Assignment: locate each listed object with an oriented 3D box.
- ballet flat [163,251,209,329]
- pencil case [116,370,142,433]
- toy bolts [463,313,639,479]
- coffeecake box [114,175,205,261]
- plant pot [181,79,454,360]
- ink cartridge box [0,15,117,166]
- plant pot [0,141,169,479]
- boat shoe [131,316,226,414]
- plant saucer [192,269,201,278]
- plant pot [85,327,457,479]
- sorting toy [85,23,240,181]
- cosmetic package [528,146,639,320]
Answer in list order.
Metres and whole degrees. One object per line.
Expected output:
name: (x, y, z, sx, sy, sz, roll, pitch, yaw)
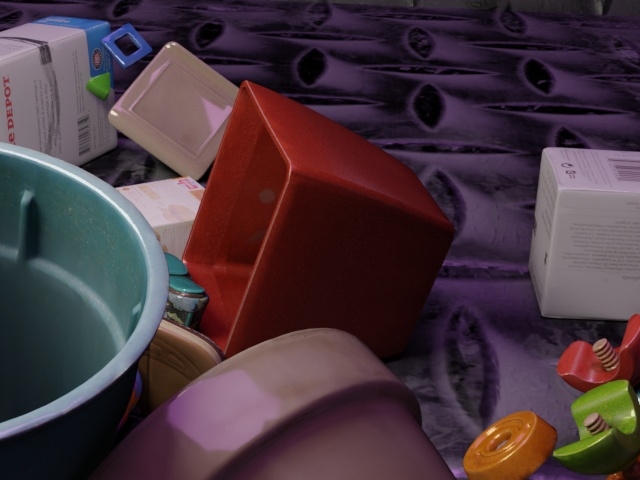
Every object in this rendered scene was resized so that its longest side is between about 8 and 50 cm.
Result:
ballet flat: (-0.183, 0.064, 1.375, 0.070, 0.070, 0.188, -5, 16, -16)
pencil case: (-0.253, 0.188, 1.121, 0.104, 0.104, 0.236, 7, 23, 10)
toy bolts: (0.282, 0.210, 1.131, 0.218, 0.158, 0.228, -30, 12, 41)
coffeecake box: (-0.229, -0.020, 1.522, 0.185, 0.068, 0.142, -12, 28, -28)
plant pot: (0.000, 0.000, 1.362, 0.236, 0.267, 0.267, 11, 25, -22)
ink cartridge box: (-0.468, -0.218, 1.839, 0.129, 0.223, 0.307, 12, 26, 22)
plant pot: (-0.291, 0.150, 0.812, 0.341, 0.334, 0.341, 7, 34, -5)
boat shoe: (-0.239, 0.100, 1.290, 0.342, 0.123, 0.123, 8, 25, 27)
plant saucer: (-0.252, 0.043, 1.510, 0.198, 0.036, 0.198, 2, 24, -1)
plant pot: (0.010, 0.267, 0.766, 0.323, 0.323, 0.280, -20, 49, -40)
sorting toy: (-0.231, -0.209, 1.901, 0.348, 0.047, 0.196, 36, 59, -6)
cosmetic package: (0.363, -0.009, 1.495, 0.151, 0.183, 0.151, 4, 24, 2)
